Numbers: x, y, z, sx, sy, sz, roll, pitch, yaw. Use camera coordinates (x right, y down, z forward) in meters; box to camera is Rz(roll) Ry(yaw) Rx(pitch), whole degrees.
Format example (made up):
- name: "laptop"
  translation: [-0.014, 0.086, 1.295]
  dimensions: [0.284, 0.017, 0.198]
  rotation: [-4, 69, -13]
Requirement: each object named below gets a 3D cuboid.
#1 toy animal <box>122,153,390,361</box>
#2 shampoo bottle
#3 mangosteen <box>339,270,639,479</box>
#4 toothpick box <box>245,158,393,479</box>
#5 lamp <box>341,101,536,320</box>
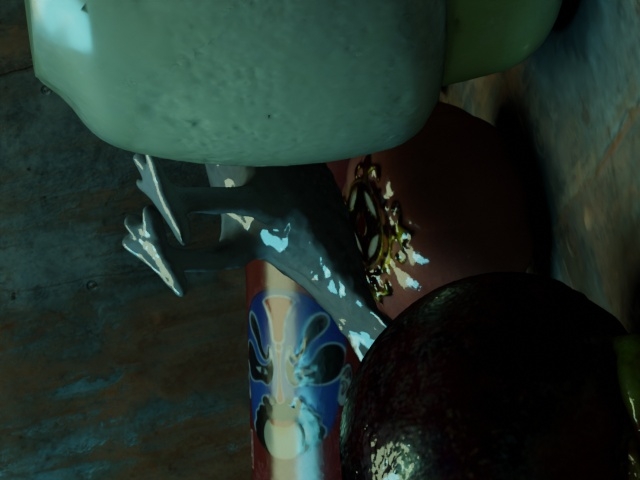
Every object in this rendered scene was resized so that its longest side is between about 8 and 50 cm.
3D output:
- name: "toy animal"
  translation: [-0.034, -0.014, 0.976]
  dimensions: [0.081, 0.205, 0.367]
  rotation: [-52, 49, 37]
- name: "shampoo bottle"
  translation: [-0.032, -0.202, 0.861]
  dimensions: [0.322, 0.317, 0.323]
  rotation: [166, 90, -86]
- name: "mangosteen"
  translation: [0.119, 0.116, 0.818]
  dimensions: [0.216, 0.216, 0.216]
  rotation: [166, 90, -86]
- name: "toothpick box"
  translation: [0.033, 0.088, 1.298]
  dimensions: [0.204, 0.204, 0.333]
  rotation: [170, 98, -86]
- name: "lamp"
  translation: [0.095, -0.016, 1.096]
  dimensions: [0.182, 0.140, 0.182]
  rotation: [171, 90, -68]
